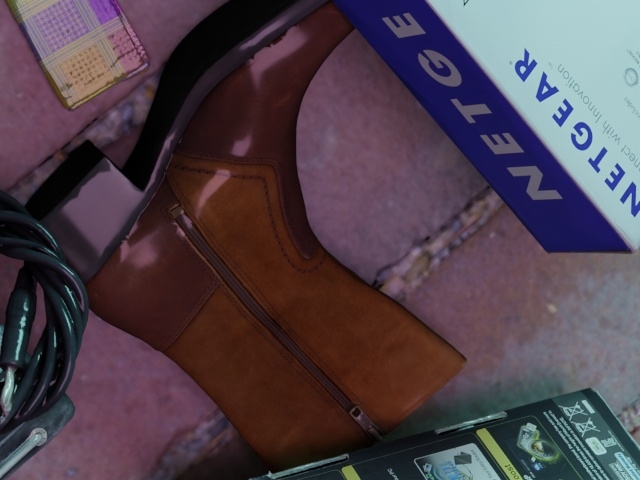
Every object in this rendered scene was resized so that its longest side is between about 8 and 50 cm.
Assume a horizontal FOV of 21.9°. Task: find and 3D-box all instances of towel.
[{"bbox_3d":[-0.145,-0.124,0.986,0.060,0.009,0.083,-32,110,-8],"label":"towel"}]

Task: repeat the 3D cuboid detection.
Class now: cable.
[{"bbox_3d":[-0.218,0.031,0.924,0.150,0.184,0.047,-36,156,-6],"label":"cable"}]

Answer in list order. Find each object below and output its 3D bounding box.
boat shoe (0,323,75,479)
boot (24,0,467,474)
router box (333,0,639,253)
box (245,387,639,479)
[{"bbox_3d":[-0.271,0.180,0.971,0.301,0.108,0.102,-46,111,-11],"label":"boat shoe"},{"bbox_3d":[0.000,0.000,1.019,0.264,0.096,0.280,-47,113,-3],"label":"boot"},{"bbox_3d":[0.142,-0.211,0.973,0.335,0.082,0.301,47,67,-22],"label":"router box"},{"bbox_3d":[0.122,0.280,0.952,0.318,0.395,0.097,-12,136,-25],"label":"box"}]
